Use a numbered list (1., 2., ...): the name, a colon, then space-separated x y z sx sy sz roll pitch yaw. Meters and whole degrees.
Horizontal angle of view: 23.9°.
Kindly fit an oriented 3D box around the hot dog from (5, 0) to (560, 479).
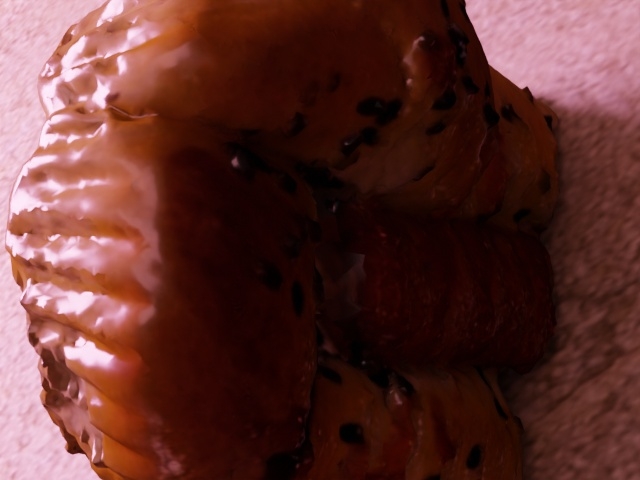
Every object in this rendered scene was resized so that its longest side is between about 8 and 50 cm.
1. hot dog: 0.000 0.000 0.828 0.196 0.365 0.367 0 67 35
